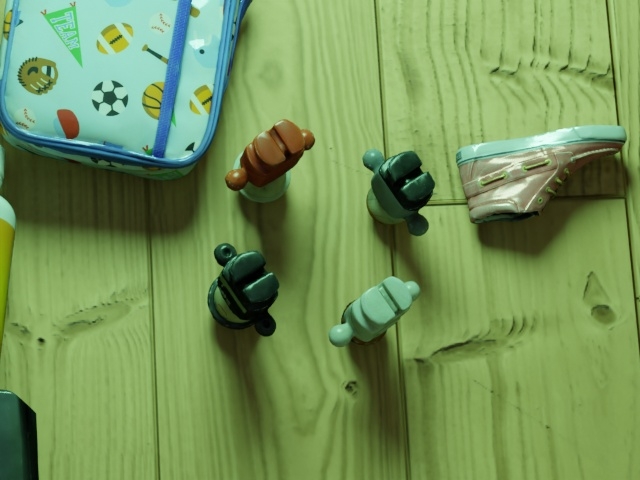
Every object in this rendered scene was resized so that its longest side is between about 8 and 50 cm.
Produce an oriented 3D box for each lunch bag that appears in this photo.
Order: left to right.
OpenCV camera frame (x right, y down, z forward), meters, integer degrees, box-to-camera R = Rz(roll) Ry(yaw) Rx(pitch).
[{"bbox_3d":[-0.194,-0.220,1.781,0.243,0.115,0.303,11,81,-6],"label":"lunch bag"}]

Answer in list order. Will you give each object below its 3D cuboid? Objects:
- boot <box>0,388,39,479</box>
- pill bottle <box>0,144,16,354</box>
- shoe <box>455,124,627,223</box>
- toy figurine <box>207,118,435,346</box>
[{"bbox_3d":[-0.435,0.369,1.617,0.367,0.146,0.445,-2,81,-13],"label":"boot"},{"bbox_3d":[-0.367,0.022,1.701,0.136,0.136,0.245,4,72,-4],"label":"pill bottle"},{"bbox_3d":[0.232,-0.066,1.814,0.178,0.063,0.081,-9,80,-1],"label":"shoe"},{"bbox_3d":[0.000,0.000,1.743,0.210,0.148,0.213,11,75,-8],"label":"toy figurine"}]
